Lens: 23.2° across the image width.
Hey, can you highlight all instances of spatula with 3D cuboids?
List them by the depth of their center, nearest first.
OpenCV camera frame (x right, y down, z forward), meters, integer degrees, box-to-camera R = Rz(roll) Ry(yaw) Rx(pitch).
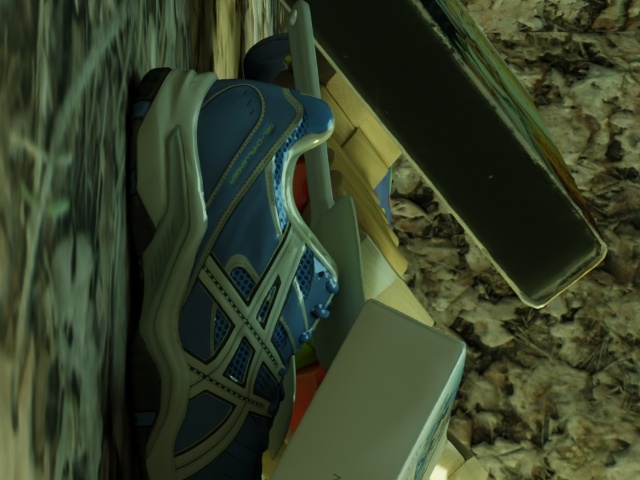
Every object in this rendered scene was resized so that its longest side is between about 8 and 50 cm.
[{"bbox_3d":[-0.031,0.006,0.757,0.242,0.019,0.168,-98,-150,-43],"label":"spatula"}]

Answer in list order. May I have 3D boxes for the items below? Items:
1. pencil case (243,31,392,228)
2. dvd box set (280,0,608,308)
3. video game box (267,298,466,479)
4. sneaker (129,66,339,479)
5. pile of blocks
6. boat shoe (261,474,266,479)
[{"bbox_3d":[0.000,0.000,1.167,0.133,0.119,0.306,83,7,-77],"label":"pencil case"},{"bbox_3d":[0.050,-0.149,1.017,0.307,0.062,0.420,51,12,-11],"label":"dvd box set"},{"bbox_3d":[-0.011,0.143,0.609,0.205,0.048,0.187,-61,172,-17],"label":"video game box"},{"bbox_3d":[-0.033,0.036,0.633,0.080,0.081,0.211,-82,172,-81],"label":"sneaker"},{"bbox_3d":[-0.022,0.019,0.868,0.112,0.149,0.362,51,20,-40],"label":"pile of blocks"},{"bbox_3d":[-0.014,0.262,1.074,0.103,0.092,0.285,-115,-154,-86],"label":"boat shoe"}]
